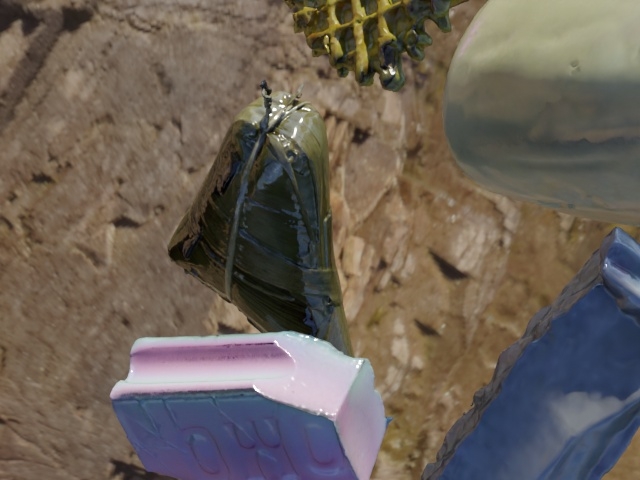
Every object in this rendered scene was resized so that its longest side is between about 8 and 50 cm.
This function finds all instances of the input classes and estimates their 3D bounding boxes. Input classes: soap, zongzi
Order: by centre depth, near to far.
[{"bbox_3d":[-0.038,0.107,0.637,0.149,0.100,0.056,-3,40,17],"label":"soap"},{"bbox_3d":[0.000,0.000,0.685,0.178,0.189,0.081,43,46,8],"label":"zongzi"}]

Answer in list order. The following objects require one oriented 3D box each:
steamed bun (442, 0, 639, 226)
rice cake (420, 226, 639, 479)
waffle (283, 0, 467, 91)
[{"bbox_3d":[0.204,-0.091,0.598,0.200,0.226,0.170,18,86,-37],"label":"steamed bun"},{"bbox_3d":[0.043,0.114,0.367,0.055,0.049,0.269,32,108,9],"label":"rice cake"},{"bbox_3d":[0.054,-0.280,1.086,0.232,0.051,0.228,38,110,34],"label":"waffle"}]
